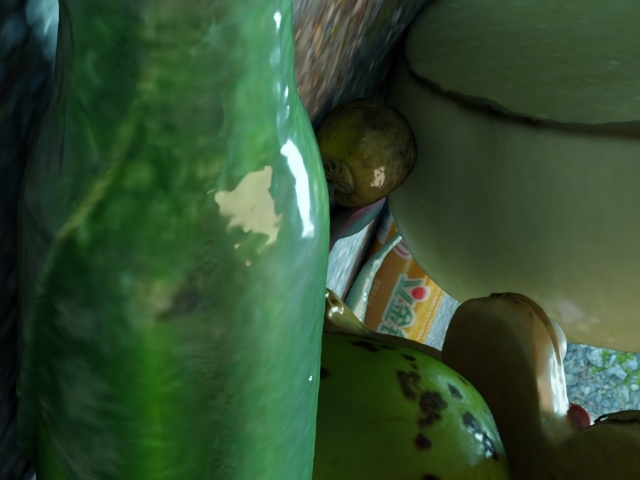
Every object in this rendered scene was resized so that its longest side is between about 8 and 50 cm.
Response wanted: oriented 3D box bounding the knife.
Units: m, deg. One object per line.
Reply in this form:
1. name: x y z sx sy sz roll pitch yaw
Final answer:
1. knife: 0.000 0.000 0.890 0.035 0.018 0.247 -66 168 19

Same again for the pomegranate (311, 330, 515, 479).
1. pomegranate: -0.009 0.148 0.665 0.246 0.198 0.198 -50 161 -59

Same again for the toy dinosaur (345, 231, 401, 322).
1. toy dinosaur: -0.004 0.101 0.992 0.167 0.053 0.242 93 22 -68

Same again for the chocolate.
1. chocolate: -0.044 0.012 0.439 0.291 0.110 0.110 98 18 -51

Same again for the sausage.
1. sausage: 0.063 0.038 1.152 0.071 0.071 0.234 -42 153 -68

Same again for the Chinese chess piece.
1. Chinese chess piece: 0.203 -0.066 0.883 0.338 0.338 0.141 -51 143 -57

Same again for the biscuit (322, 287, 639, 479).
1. biscuit: 0.091 0.131 0.767 0.047 0.339 0.216 -11 97 -37

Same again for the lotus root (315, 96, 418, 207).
1. lotus root: 0.026 -0.050 0.788 0.049 0.054 0.099 -48 177 23
